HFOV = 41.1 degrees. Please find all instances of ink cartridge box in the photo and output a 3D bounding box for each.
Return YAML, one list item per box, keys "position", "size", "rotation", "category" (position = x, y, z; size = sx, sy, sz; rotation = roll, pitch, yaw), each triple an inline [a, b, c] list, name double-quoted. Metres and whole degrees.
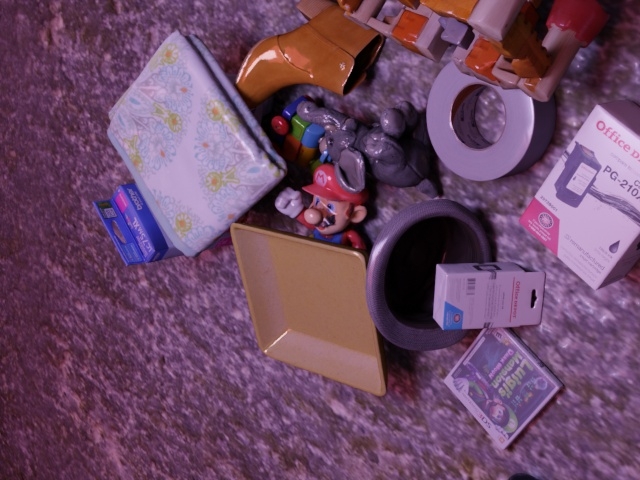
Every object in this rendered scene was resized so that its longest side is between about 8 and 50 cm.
- position: [0.293, 0.096, 1.492]
  size: [0.060, 0.180, 0.104]
  rotation: [-125, 35, -71]
  category: "ink cartridge box"
- position: [0.445, -0.072, 1.308]
  size: [0.172, 0.100, 0.237]
  rotation: [47, 129, 27]
  category: "ink cartridge box"
- position: [-0.349, -0.054, 1.978]
  size: [0.065, 0.311, 0.185]
  rotation: [-47, 67, 43]
  category: "ink cartridge box"

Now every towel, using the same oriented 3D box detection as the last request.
- position: [-0.271, -0.195, 1.756]
  size: [0.320, 0.090, 0.374]
  rotation: [-41, 79, 37]
  category: "towel"

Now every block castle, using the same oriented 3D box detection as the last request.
- position: [0.193, -0.414, 1.295]
  size: [0.453, 0.303, 0.212]
  rotation: [32, 93, 35]
  category: "block castle"

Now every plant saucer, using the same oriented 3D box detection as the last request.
- position: [-0.005, 0.118, 1.693]
  size: [0.333, 0.081, 0.332]
  rotation: [14, 127, 37]
  category: "plant saucer"

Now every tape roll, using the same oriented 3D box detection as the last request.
- position: [0.288, -0.214, 1.457]
  size: [0.219, 0.072, 0.219]
  rotation: [12, 108, 43]
  category: "tape roll"

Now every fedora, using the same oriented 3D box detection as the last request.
- position: [0.183, 0.050, 1.555]
  size: [0.124, 0.244, 0.275]
  rotation: [-135, 45, -68]
  category: "fedora"

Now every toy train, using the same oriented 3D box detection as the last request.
- position: [-0.038, -0.178, 1.800]
  size: [0.143, 0.105, 0.248]
  rotation: [42, 149, 10]
  category: "toy train"

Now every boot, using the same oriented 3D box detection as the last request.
- position: [-0.028, -0.333, 1.672]
  size: [0.295, 0.104, 0.211]
  rotation: [-51, 59, 9]
  category: "boot"

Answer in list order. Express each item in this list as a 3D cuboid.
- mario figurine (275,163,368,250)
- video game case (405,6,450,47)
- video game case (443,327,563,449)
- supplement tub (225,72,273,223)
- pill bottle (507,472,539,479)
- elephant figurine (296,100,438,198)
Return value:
- position: [0.000, 0.000, 1.725]
  size: [0.198, 0.170, 0.320]
  rotation: [4, 116, 1]
  category: "mario figurine"
- position: [0.234, -0.510, 1.476]
  size: [0.204, 0.025, 0.285]
  rotation: [54, 132, 22]
  category: "video game case"
- position: [0.330, 0.262, 1.566]
  size: [0.173, 0.022, 0.190]
  rotation: [49, 130, 26]
  category: "video game case"
- position: [-0.217, -0.200, 1.894]
  size: [0.194, 0.194, 0.315]
  rotation: [28, 119, 38]
  category: "supplement tub"
- position: [0.329, 0.528, 1.556]
  size: [0.123, 0.123, 0.219]
  rotation: [47, 127, 28]
  category: "pill bottle"
- position: [0.085, -0.176, 1.622]
  size: [0.239, 0.169, 0.185]
  rotation: [-5, 78, 42]
  category: "elephant figurine"
